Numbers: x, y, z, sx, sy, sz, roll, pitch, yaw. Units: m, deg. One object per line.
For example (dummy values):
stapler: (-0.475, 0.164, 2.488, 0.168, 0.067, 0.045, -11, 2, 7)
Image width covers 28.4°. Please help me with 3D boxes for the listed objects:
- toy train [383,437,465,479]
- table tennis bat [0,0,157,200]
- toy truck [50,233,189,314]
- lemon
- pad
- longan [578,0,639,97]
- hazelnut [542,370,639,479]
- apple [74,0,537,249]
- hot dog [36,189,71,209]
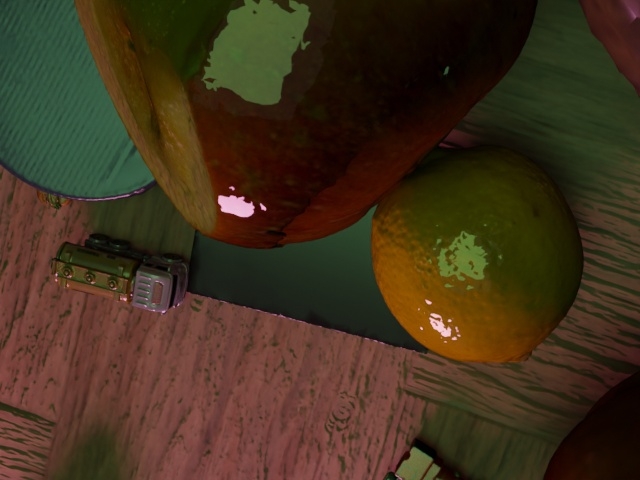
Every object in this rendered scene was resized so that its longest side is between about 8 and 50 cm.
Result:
toy train: (0.114, 0.242, 1.210, 0.103, 0.044, 0.064, 34, 99, 4)
table tennis bat: (-0.194, -0.124, 1.181, 0.329, 0.044, 0.215, 33, 100, 4)
toy truck: (-0.194, 0.033, 1.219, 0.123, 0.063, 0.052, 14, 107, 11)
lemon: (0.134, 0.015, 1.073, 0.178, 0.178, 0.203, -22, 100, 18)
pad: (0.000, 0.000, 1.192, 0.246, 0.006, 0.170, 14, 107, 10)
longan: (0.354, -0.244, 0.843, 0.391, 0.391, 0.391, 4, 105, 13)
hazelnut: (0.373, 0.295, 0.983, 0.402, 0.402, 0.429, -29, 107, 19)
apple: (-0.028, -0.191, 0.948, 0.374, 0.384, 0.374, 6, 109, 18)
hot dog: (-0.258, -0.072, 1.230, 0.037, 0.021, 0.083, 6, 105, 2)
